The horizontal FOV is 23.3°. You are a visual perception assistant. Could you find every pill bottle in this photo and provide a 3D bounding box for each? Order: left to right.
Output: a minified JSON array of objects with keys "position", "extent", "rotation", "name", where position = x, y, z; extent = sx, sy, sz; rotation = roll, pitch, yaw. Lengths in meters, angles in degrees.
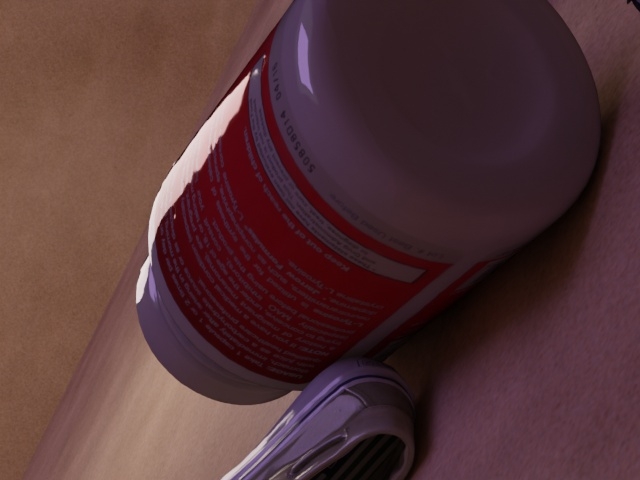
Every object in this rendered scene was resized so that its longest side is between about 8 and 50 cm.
[{"position":[0.008,-0.025,1.157],"extent":[0.408,0.229,0.229],"rotation":[-45,21,54],"name":"pill bottle"}]

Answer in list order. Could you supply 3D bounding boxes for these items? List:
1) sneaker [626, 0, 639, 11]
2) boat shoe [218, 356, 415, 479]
[{"position":[0.212,-0.144,0.859],"extent":[0.078,0.106,0.234],"rotation":[-59,12,9],"name":"sneaker"},{"position":[-0.038,0.215,1.123],"extent":[0.302,0.109,0.094],"rotation":[-56,15,17],"name":"boat shoe"}]
